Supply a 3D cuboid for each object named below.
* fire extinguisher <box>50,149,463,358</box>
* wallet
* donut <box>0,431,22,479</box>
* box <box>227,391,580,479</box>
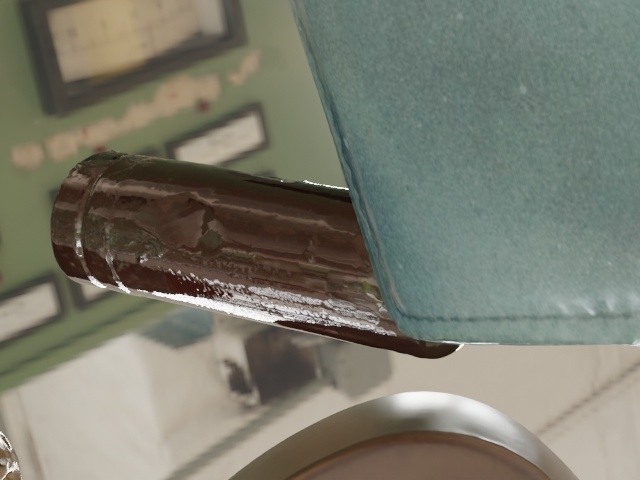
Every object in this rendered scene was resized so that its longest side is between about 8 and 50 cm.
[{"bbox_3d":[0.000,0.000,0.760,0.267,0.072,0.089,10,-115,31],"label":"fire extinguisher"},{"bbox_3d":[0.063,-0.089,0.379,0.054,0.251,0.290,-19,-173,-33],"label":"wallet"},{"bbox_3d":[-0.303,0.210,0.929,0.150,0.317,0.299,29,-119,13],"label":"donut"},{"bbox_3d":[0.040,0.227,0.892,0.301,0.301,0.216,-10,172,2],"label":"box"}]
